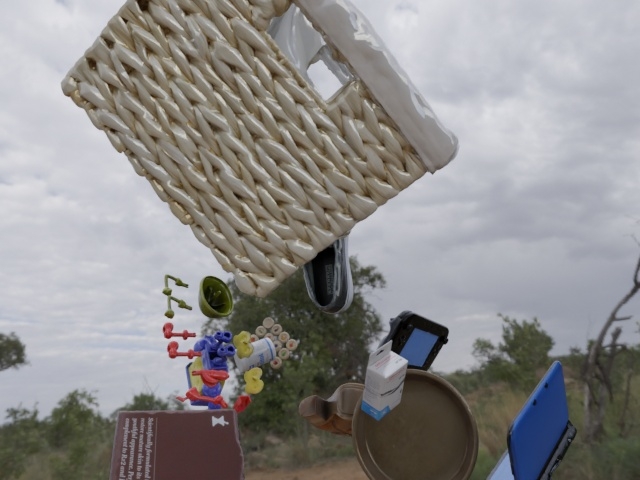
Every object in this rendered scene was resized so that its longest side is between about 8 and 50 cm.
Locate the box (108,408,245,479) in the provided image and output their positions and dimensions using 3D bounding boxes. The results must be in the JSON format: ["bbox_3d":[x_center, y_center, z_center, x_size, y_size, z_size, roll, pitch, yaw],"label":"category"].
[{"bbox_3d":[-0.208,0.367,0.646,0.167,0.168,0.203,7,-60,-20],"label":"box"}]

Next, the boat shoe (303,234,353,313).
[{"bbox_3d":[-0.004,0.001,0.983,0.113,0.306,0.105,-9,-15,19],"label":"boat shoe"}]

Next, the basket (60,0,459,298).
[{"bbox_3d":[-0.051,-0.158,0.584,0.266,0.328,0.331,-39,6,13],"label":"basket"}]

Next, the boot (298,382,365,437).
[{"bbox_3d":[0.103,0.523,1.381,0.283,0.109,0.220,-24,-47,26],"label":"boot"}]

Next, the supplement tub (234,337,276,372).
[{"bbox_3d":[-0.189,0.330,1.345,0.107,0.071,0.071,-17,-12,-27],"label":"supplement tub"}]

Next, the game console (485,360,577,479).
[{"bbox_3d":[0.419,0.430,1.005,0.293,0.173,0.250,-23,-16,-42],"label":"game console"}]

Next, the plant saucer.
[{"bbox_3d":[0.207,0.430,1.039,0.278,0.277,0.041,-12,-20,16],"label":"plant saucer"}]

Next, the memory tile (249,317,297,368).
[{"bbox_3d":[-0.156,0.331,1.510,0.113,0.148,0.012,-46,-24,-12],"label":"memory tile"}]

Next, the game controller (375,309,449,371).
[{"bbox_3d":[0.251,0.282,1.246,0.067,0.166,0.319,20,-5,39],"label":"game controller"}]

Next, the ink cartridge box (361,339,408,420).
[{"bbox_3d":[0.079,0.169,0.564,0.028,0.083,0.048,24,31,37],"label":"ink cartridge box"}]

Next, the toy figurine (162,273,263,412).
[{"bbox_3d":[-0.288,0.276,1.075,0.191,0.362,0.217,6,-52,-33],"label":"toy figurine"}]
